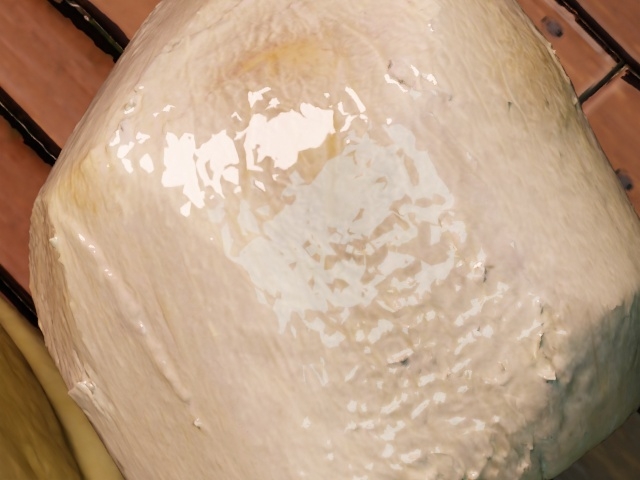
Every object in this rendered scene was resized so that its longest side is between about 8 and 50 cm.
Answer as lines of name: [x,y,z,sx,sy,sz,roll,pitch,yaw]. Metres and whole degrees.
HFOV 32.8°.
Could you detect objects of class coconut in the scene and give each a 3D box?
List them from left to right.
coconut: [0.000,0.000,0.451,0.245,0.245,0.247,-33,87,-2]

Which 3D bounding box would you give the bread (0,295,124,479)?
bread: [-0.226,0.091,0.408,0.320,0.320,0.237,44,78,2]
